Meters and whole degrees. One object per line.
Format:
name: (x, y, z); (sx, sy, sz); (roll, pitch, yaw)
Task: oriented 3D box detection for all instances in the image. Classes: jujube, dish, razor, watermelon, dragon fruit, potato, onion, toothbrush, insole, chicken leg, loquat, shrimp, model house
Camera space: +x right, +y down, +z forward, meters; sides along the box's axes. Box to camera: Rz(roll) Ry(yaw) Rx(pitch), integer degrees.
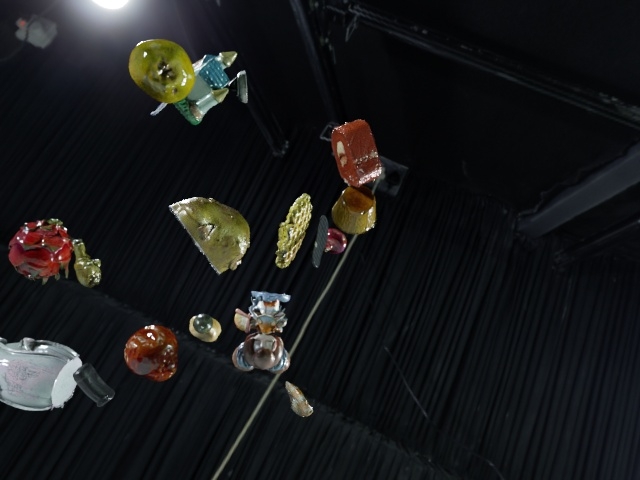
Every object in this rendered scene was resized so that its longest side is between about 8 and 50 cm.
jujube: (-0.637, 0.443, 1.554); (0.190, 0.190, 0.255); (18, -43, 27)
dish: (-0.378, -0.699, 1.839); (0.078, 0.141, 0.141); (-5, -11, -13)
razor: (-0.745, 0.476, 1.329); (0.148, 0.054, 0.090); (55, -9, -10)
watermelon: (-0.464, 0.329, 1.595); (0.078, 0.078, 0.111); (30, -9, -12)
dragon fruit: (-0.975, 0.045, 1.412); (0.192, 0.274, 0.193); (23, 17, -6)
potato: (-0.366, -0.052, 1.404); (0.246, 0.196, 0.299); (35, -21, 49)
onion: (0.058, 0.021, 2.088); (0.150, 0.140, 0.150); (8, -55, 11)
toothbrush: (-0.621, -0.579, 1.644); (0.269, 0.021, 0.027); (-24, -89, 37)
potato: (-0.563, 0.429, 1.972); (0.109, 0.118, 0.178); (-19, -34, 28)
insole: (0.000, 0.000, 1.777); (0.012, 0.309, 0.110); (-10, -56, 21)
chicken leg: (-1.014, 0.097, 1.749); (0.103, 0.227, 0.088); (-1, 11, 34)
loquat: (-0.547, -0.590, 1.403); (0.213, 0.213, 0.246); (36, 7, -31)
shrimp: (-0.107, 0.685, 1.751); (0.164, 0.062, 0.317); (57, -22, 13)
model house: (-0.475, -0.699, 1.773); (0.325, 0.267, 0.194); (-26, -54, 17)

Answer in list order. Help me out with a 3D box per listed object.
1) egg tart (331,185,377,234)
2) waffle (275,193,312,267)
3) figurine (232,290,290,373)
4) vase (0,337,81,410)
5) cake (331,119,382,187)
egg tart: (0.161, -0.143, 1.837); (0.215, 0.215, 0.171); (24, -25, 8)
waffle: (-0.109, -0.041, 1.683); (0.060, 0.307, 0.312); (21, -24, 11)
figurine: (-0.270, 0.439, 1.917); (0.277, 0.388, 0.248); (6, -7, -2)
vase: (-1.166, 0.477, 1.524); (0.445, 0.250, 0.250); (16, -16, -3)
cake: (0.148, -0.370, 1.748); (0.177, 0.151, 0.283); (5, -60, 62)
